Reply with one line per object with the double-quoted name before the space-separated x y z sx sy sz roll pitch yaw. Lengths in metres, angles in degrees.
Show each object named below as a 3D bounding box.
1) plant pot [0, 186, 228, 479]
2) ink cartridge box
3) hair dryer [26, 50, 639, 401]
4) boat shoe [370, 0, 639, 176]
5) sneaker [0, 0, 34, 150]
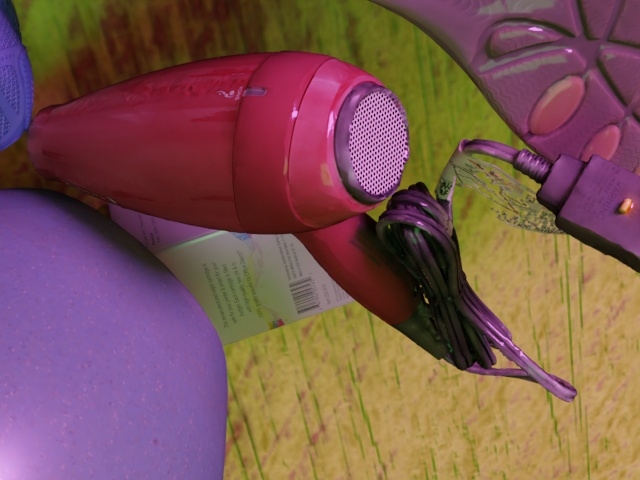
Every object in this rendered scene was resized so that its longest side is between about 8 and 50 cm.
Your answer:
"plant pot" -0.156 0.089 0.821 0.195 0.290 0.290 -48 144 -23
"ink cartridge box" -0.042 0.005 0.909 0.122 0.052 0.088 -19 137 -3
"hair dryer" 0.000 0.000 0.790 0.294 0.080 0.223 24 149 1
"boat shoe" 0.082 -0.141 0.752 0.355 0.130 0.132 31 114 -35
"sneaker" -0.193 -0.059 0.654 0.130 0.147 0.330 -31 169 9
